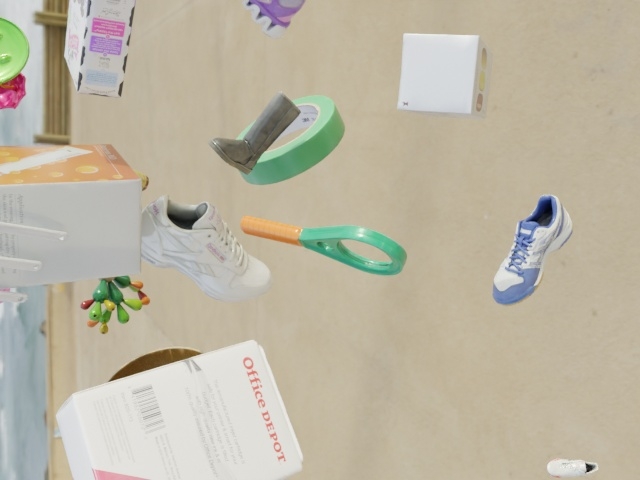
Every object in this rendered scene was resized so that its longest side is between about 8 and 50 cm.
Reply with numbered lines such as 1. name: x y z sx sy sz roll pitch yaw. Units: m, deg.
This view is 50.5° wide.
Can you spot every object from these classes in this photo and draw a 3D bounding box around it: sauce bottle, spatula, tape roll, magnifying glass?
1. sauce bottle: -0.413 -0.137 1.405 0.042 0.128 0.042 -9 72 30
2. spatula: -0.477 0.024 0.916 0.019 0.242 0.168 45 106 30
3. tape roll: -0.092 -0.281 1.872 0.077 0.321 0.321 59 169 -31
4. magnifying glass: 0.000 0.000 0.866 0.230 0.092 0.026 11 65 25

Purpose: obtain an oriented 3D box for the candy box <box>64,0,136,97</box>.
1. candy box: -0.349 -0.349 1.066 0.165 0.070 0.196 53 133 47

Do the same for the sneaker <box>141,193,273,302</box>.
1. sneaker: -0.203 0.018 1.270 0.152 0.305 0.114 -44 34 31

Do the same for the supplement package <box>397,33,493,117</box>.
1. supplement package: 0.240 -0.302 1.275 0.133 0.244 0.139 7 101 19

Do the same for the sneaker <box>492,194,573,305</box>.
1. sneaker: 0.490 0.017 1.629 0.111 0.131 0.296 17 63 46

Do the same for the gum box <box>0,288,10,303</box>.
1. gum box: -0.716 0.048 1.433 0.062 0.107 0.188 -29 47 11

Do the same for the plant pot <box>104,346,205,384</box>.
1. plant pot: -0.306 0.394 1.418 0.237 0.237 0.255 44 149 55

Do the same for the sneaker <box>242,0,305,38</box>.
1. sneaker: -0.111 -0.446 1.105 0.104 0.236 0.095 -27 38 34

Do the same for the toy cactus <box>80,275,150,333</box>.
1. toy cactus: -0.500 0.113 1.609 0.112 0.219 0.181 -13 102 28

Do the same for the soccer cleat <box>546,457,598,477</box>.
1. soccer cleat: 0.378 0.341 1.018 0.035 0.083 0.029 133 141 -54

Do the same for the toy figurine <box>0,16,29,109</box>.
1. toy figurine: -0.571 -0.275 1.152 0.130 0.173 0.159 63 161 11

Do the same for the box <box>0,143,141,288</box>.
1. box: -0.480 -0.044 1.070 0.215 0.345 0.168 38 127 53

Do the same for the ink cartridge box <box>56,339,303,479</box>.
1. ink cartridge box: -0.193 0.283 0.953 0.117 0.283 0.207 -39 68 50

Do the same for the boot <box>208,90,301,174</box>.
1. boot: -0.152 -0.266 1.616 0.208 0.189 0.076 -44 71 9
